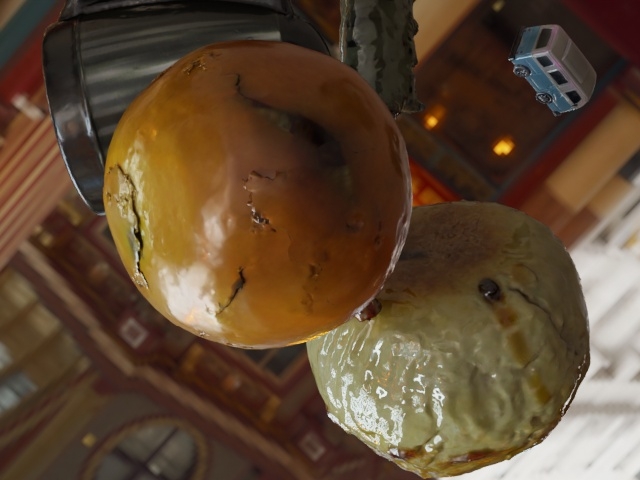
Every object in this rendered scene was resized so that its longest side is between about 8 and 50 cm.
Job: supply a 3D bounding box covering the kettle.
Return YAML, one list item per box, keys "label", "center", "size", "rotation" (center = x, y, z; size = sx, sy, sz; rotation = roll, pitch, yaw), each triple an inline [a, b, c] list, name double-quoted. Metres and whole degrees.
- label: "kettle"
  center: [-0.123, -0.170, 1.599]
  size: [0.207, 0.271, 0.250]
  rotation: [66, -167, -61]

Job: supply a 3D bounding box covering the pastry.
- label: "pastry"
  center: [0.168, 0.137, 2.055]
  size: [0.388, 0.389, 0.312]
  rotation: [-124, 19, -50]

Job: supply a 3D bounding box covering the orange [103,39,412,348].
- label: "orange"
  center: [-0.049, -0.038, 1.231]
  size: [0.246, 0.246, 0.246]
  rotation: [40, -168, -10]

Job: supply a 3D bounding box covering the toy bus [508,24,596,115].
- label: "toy bus"
  center: [0.305, -0.221, 2.027]
  size: [0.075, 0.060, 0.123]
  rotation: [-6, 141, 42]

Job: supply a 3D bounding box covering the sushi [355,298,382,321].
- label: "sushi"
  center: [0.003, -0.002, 1.890]
  size: [0.226, 0.103, 0.097]
  rotation: [55, 173, 4]

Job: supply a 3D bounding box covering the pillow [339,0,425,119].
- label: "pillow"
  center: [0.066, -0.201, 1.716]
  size: [0.093, 0.241, 0.051]
  rotation: [-1, 176, -9]
